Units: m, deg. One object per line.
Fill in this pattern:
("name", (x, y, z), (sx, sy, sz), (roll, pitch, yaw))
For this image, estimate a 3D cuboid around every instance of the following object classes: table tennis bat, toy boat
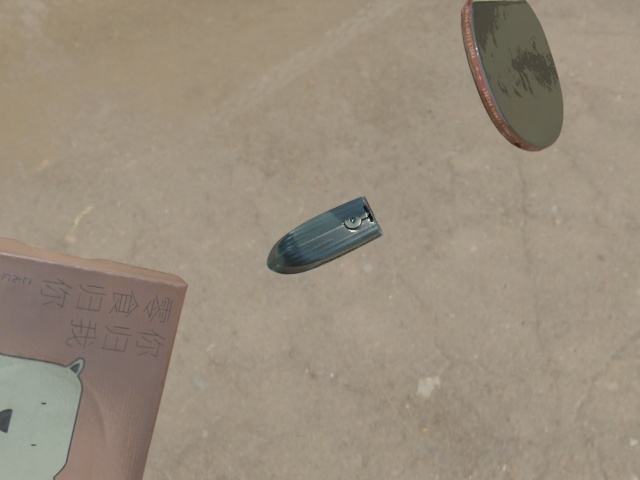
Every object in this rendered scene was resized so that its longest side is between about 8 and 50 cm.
("table tennis bat", (0.107, -0.127, 0.489), (0.087, 0.156, 0.013), (-16, -1, -44))
("toy boat", (0.000, 0.000, 0.987), (0.141, 0.060, 0.055), (-26, 79, -1))

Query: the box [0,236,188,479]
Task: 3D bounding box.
("box", (-0.241, 0.108, 0.694), (0.215, 0.215, 0.086), (12, 3, -24))
